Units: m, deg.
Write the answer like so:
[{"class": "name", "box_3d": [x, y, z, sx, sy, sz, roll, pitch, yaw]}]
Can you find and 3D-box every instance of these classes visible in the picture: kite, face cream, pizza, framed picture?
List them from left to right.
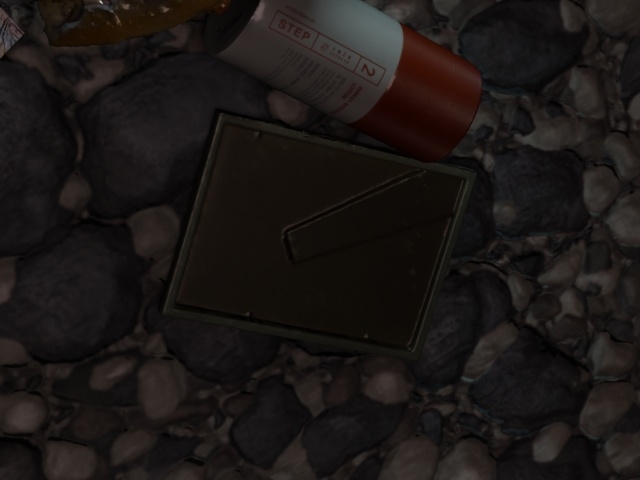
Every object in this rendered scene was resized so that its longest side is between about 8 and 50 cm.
[{"class": "kite", "box_3d": [-0.248, -0.146, 1.338, 0.044, 0.002, 0.078, -27, 113, -11]}, {"class": "pizza", "box_3d": [-0.083, -0.239, 1.301, 0.305, 0.161, 0.085, -34, 142, -6]}, {"class": "framed picture", "box_3d": [0.000, 0.000, 1.473, 0.250, 0.016, 0.184, 11, 102, -24]}, {"class": "face cream", "box_3d": [0.020, -0.147, 1.388, 0.214, 0.096, 0.096, 25, 97, -26]}]
